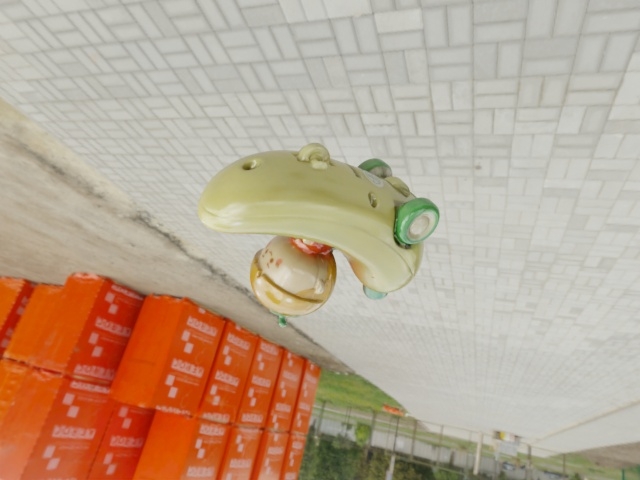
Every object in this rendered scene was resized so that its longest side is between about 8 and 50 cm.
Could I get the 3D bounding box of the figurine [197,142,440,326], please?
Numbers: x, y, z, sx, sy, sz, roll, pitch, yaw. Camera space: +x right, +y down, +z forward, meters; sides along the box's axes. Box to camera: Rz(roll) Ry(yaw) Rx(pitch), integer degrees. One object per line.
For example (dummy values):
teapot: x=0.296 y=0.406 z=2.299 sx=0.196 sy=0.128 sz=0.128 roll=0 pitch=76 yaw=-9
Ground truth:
figurine: x=0.000 y=0.000 z=0.537 sx=0.324 sy=0.124 sz=0.222 roll=12 pitch=121 yaw=-39
